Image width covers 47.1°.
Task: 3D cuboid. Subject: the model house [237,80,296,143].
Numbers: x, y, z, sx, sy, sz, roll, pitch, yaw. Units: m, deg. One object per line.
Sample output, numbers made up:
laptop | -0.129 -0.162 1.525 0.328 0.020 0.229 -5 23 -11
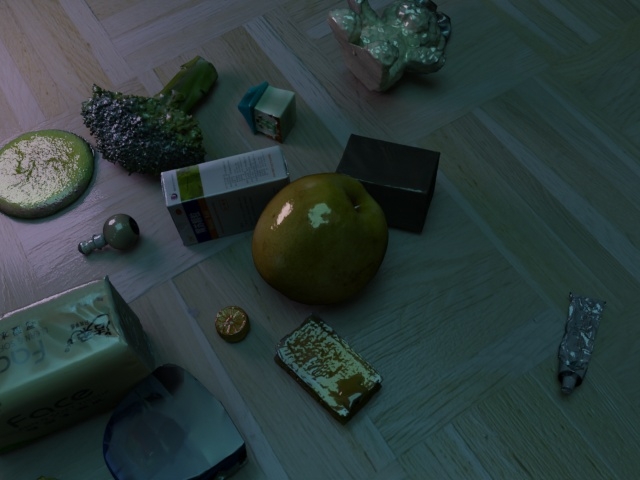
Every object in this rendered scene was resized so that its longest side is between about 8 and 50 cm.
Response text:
model house | -0.150 -0.355 1.996 0.149 0.127 0.100 24 64 14

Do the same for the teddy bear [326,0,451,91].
teddy bear | 0.222 -0.592 2.002 0.362 0.375 0.327 -45 78 -4

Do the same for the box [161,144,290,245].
box | -0.221 -0.108 1.814 0.299 0.200 0.106 -15 61 -4

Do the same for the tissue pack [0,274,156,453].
tissue pack | -0.575 0.273 1.547 0.404 0.332 0.205 -24 65 -9

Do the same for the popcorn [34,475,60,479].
popcorn | -0.574 0.532 1.542 0.082 0.083 0.057 17 89 -11

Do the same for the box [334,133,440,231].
box | 0.165 -0.142 1.830 0.231 0.155 0.149 13 54 13

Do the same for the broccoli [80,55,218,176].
broccoli | -0.403 -0.333 1.983 0.397 0.275 0.353 -20 77 -30

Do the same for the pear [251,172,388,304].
pear | 0.000 0.000 1.682 0.314 0.314 0.314 -2 60 3

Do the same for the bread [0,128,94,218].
bread | -0.759 -0.190 1.995 0.301 0.045 0.301 -1 60 2

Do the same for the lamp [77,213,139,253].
lamp | -0.541 -0.007 1.855 0.163 0.091 0.091 -21 59 9

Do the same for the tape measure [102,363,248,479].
tape measure | -0.315 0.430 1.546 0.262 0.138 0.259 -40 63 -18

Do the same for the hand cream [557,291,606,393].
hand cream | 0.577 0.233 1.645 0.084 0.050 0.257 17 56 11

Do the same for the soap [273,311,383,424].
soap | 0.015 0.284 1.642 0.135 0.076 0.233 -41 64 -19

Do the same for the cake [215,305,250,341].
cake | -0.207 0.196 1.727 0.084 0.044 0.084 -3 59 4
